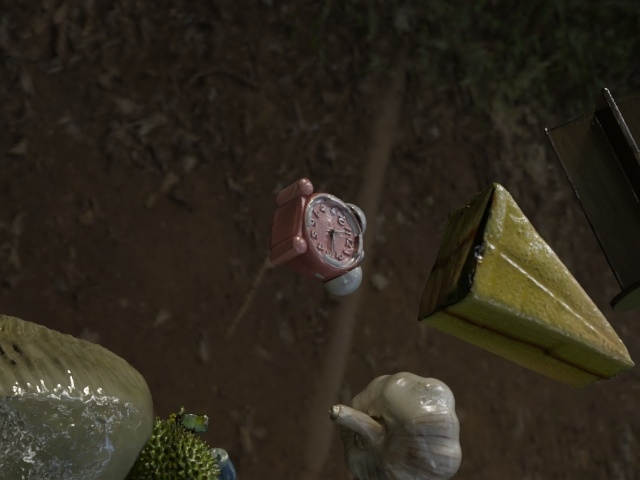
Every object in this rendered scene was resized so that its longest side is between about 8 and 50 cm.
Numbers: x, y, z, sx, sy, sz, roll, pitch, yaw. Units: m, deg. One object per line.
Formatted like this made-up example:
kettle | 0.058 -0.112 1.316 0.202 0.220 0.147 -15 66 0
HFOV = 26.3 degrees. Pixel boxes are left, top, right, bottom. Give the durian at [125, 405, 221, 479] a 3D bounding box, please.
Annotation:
durian | -0.215 0.347 1.952 0.159 0.146 0.198 -149 -128 -74

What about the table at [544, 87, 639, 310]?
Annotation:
table | 0.364 -0.055 1.575 0.167 0.167 0.227 7 56 -59

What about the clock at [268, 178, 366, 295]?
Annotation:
clock | 0.000 0.000 2.216 0.162 0.092 0.166 27 52 -30

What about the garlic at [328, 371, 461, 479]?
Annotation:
garlic | 0.094 0.276 2.014 0.226 0.199 0.199 27 56 -51

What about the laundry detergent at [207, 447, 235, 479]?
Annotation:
laundry detergent | -0.170 0.392 2.103 0.061 0.097 0.206 -10 132 -25

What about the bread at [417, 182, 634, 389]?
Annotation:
bread | 0.279 0.065 1.787 0.264 0.167 0.163 24 66 -12

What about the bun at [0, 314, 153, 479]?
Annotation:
bun | -0.368 0.219 1.633 0.362 0.326 0.235 3 99 -52
